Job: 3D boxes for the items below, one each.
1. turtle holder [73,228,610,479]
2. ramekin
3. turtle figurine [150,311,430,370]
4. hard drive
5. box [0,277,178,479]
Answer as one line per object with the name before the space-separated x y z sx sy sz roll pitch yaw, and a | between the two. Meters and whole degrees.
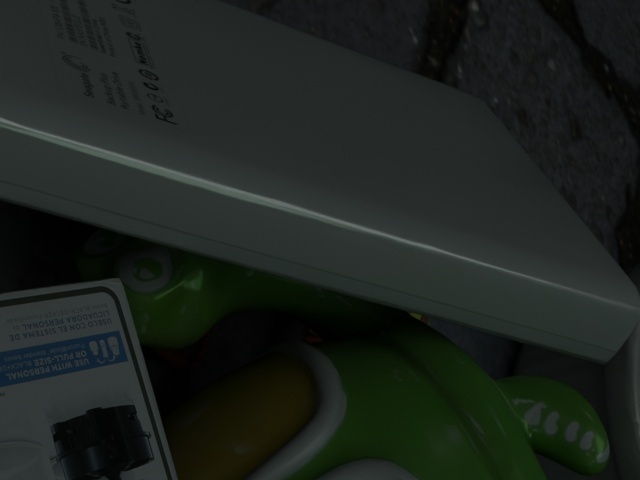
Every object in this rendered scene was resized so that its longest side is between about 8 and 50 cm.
turtle holder | 0.000 0.148 0.626 0.227 0.243 0.320 -16 115 -25
ramekin | 0.256 0.147 1.013 0.273 0.127 0.272 19 63 -43
turtle figurine | 0.000 0.000 0.799 0.270 0.087 0.217 16 66 -45
hard drive | -0.036 -0.058 0.643 0.353 0.047 0.233 16 26 -26
box | -0.120 0.178 0.518 0.087 0.169 0.289 -8 78 -49
